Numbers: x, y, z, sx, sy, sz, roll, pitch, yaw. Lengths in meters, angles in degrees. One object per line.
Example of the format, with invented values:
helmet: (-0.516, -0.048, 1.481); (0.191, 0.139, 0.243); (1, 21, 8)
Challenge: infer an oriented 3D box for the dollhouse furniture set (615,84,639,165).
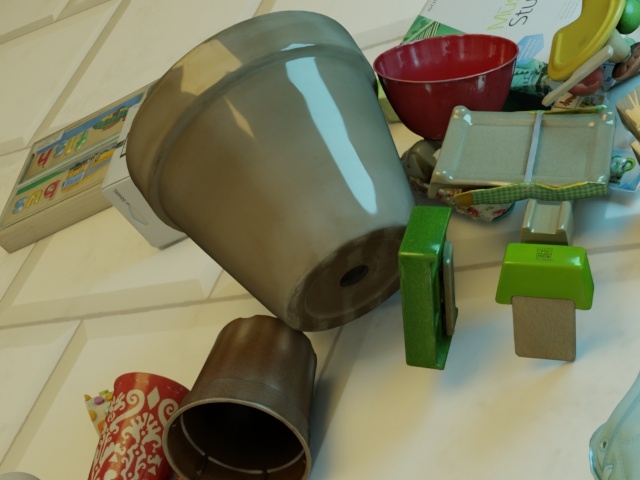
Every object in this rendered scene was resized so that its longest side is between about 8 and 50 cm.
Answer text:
dollhouse furniture set: (0.404, -0.126, 1.179); (0.182, 0.161, 0.101); (-39, 60, 7)

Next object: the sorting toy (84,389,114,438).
sorting toy: (-0.280, 0.224, 1.643); (0.075, 0.045, 0.083); (-25, 31, -9)

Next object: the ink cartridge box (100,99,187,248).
ink cartridge box: (-0.250, -0.112, 1.896); (0.086, 0.148, 0.203); (-22, 38, 26)

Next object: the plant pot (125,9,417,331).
plant pot: (-0.028, -0.055, 1.409); (0.323, 0.323, 0.280); (-37, 62, 8)

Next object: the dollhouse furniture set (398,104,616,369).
dollhouse furniture set: (0.213, -0.010, 1.312); (0.197, 0.151, 0.301); (3, 38, 16)

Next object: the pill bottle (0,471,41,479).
pill bottle: (-0.361, 0.383, 1.456); (0.121, 0.121, 0.221); (-43, 32, 0)

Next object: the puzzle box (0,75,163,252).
puzzle box: (-0.413, -0.148, 2.205); (0.409, 0.052, 0.272); (-22, 38, 29)

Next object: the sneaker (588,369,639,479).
sneaker: (0.282, 0.213, 0.976); (0.150, 0.135, 0.366); (-16, 32, 47)

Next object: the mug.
mug: (-0.211, 0.257, 1.457); (0.150, 0.113, 0.169); (-17, 43, 37)

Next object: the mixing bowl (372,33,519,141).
mixing bowl: (0.160, -0.184, 1.492); (0.181, 0.098, 0.181); (-8, 25, 4)

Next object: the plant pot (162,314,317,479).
plant pot: (-0.078, 0.182, 1.364); (0.167, 0.167, 0.165); (-23, 30, 27)

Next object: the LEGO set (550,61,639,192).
LEGO set: (0.363, -0.131, 1.375); (0.244, 0.060, 0.182); (17, 79, 55)

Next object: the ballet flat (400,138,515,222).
ballet flat: (0.158, -0.092, 1.501); (0.091, 0.077, 0.241); (-50, 32, -7)

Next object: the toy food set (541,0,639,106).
toy food set: (0.329, -0.225, 1.390); (0.128, 0.071, 0.218); (-44, 19, 44)

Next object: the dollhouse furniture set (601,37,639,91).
dollhouse furniture set: (0.388, -0.251, 1.457); (0.151, 0.058, 0.076); (-28, 34, 21)

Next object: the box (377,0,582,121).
box: (0.237, -0.270, 1.644); (0.322, 0.058, 0.232); (0, 52, 48)
